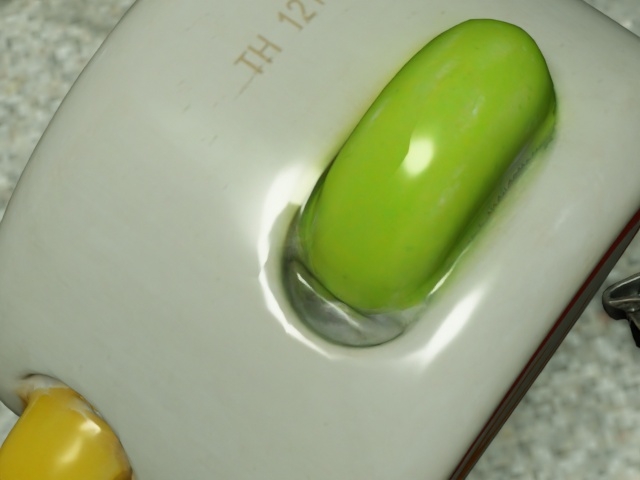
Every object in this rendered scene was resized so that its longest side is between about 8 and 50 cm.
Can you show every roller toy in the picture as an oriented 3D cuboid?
[{"bbox_3d":[0.000,0.000,0.458,0.146,0.191,0.209,35,120,11],"label":"roller toy"}]

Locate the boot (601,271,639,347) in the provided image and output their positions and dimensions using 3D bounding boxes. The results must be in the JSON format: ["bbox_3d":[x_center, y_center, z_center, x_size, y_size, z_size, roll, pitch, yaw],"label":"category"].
[{"bbox_3d":[0.241,0.061,0.470,0.229,0.091,0.263,-36,61,-2],"label":"boot"}]
